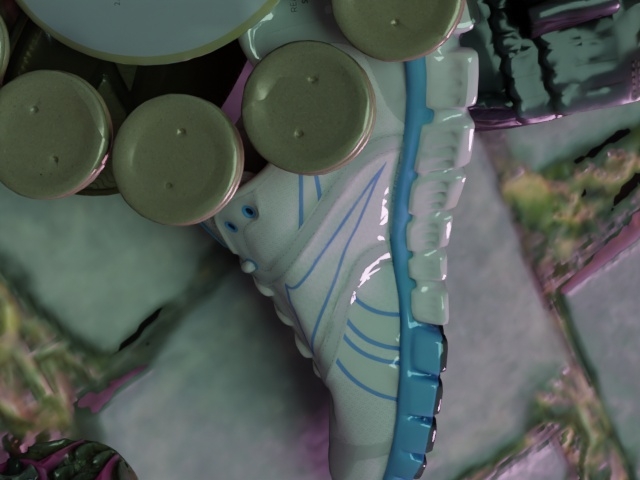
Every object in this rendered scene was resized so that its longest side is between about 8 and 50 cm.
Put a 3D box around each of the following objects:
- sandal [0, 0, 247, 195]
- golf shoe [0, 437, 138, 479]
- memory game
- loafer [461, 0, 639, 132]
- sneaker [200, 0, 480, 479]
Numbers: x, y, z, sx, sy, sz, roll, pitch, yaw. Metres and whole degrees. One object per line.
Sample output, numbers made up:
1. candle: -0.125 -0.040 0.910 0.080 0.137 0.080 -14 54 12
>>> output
1. sandal: -0.027 -0.112 0.595 0.090 0.060 0.219 32 93 -33
2. golf shoe: -0.102 0.147 0.572 0.186 0.067 0.086 -63 151 -17
3. memory game: -0.045 -0.096 0.541 0.186 0.012 0.186 0 88 10
4. loafer: 0.133 -0.107 0.665 0.303 0.095 0.109 -17 103 -29
5. sneaker: 0.000 0.000 0.601 0.083 0.071 0.190 -1 122 -4
